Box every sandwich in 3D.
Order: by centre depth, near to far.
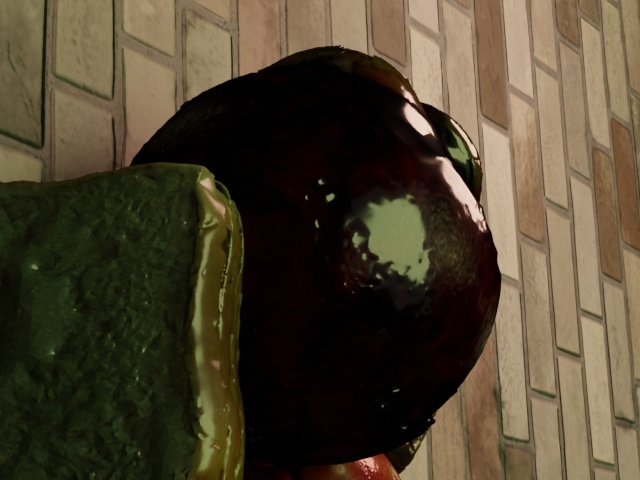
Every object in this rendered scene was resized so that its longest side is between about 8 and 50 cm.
[{"bbox_3d":[-0.192,0.092,1.258,0.099,0.271,0.301,34,52,-64],"label":"sandwich"}]

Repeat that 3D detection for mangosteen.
[{"bbox_3d":[-0.019,0.015,1.492,0.421,0.381,0.381,-85,152,-66],"label":"mangosteen"}]

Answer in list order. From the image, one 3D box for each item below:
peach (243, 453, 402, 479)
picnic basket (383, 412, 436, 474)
[{"bbox_3d":[0.009,0.298,1.596,0.190,0.196,0.226,-33,114,-20],"label":"peach"},{"bbox_3d":[0.094,0.201,1.847,0.055,0.110,0.193,34,42,-6],"label":"picnic basket"}]
